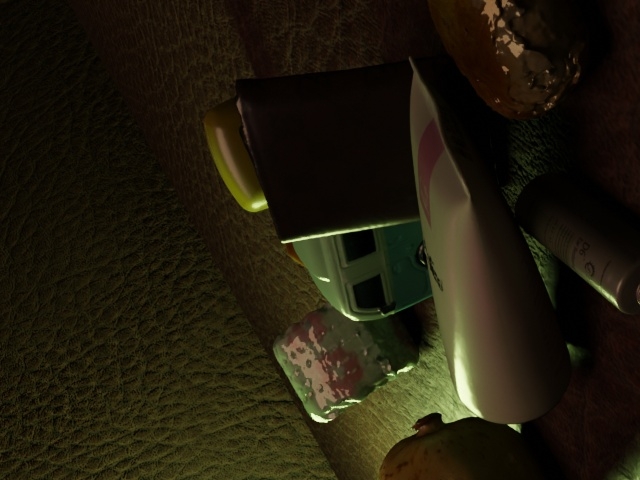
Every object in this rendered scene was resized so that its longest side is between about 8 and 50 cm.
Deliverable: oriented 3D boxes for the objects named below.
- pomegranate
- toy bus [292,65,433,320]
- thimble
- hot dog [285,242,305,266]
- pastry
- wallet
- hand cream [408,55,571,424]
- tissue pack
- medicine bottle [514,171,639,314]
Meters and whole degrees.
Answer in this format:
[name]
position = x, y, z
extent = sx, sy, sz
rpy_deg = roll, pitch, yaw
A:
[pomegranate]
position = 0.165, 0.308, 1.293
extent = 0.215, 0.215, 0.215
rpy_deg = 57, 166, 23
[toy bus]
position = 0.046, -0.033, 1.187
extent = 0.133, 0.164, 0.271
rpy_deg = 51, 162, 43
[thimble]
position = 0.043, 0.158, 1.542
extent = 0.149, 0.185, 0.211
rpy_deg = 59, 152, 9
[hot dog]
position = 0.000, 0.000, 1.646
extent = 0.269, 0.072, 0.109
rpy_deg = 32, 145, 63
[pastry]
position = 0.135, -0.160, 0.780
extent = 0.153, 0.081, 0.153
rpy_deg = 53, 164, 23
[wallet]
position = 0.048, -0.086, 1.002
extent = 0.049, 0.229, 0.182
rpy_deg = -81, -20, -52
[hand cream]
position = 0.141, 0.023, 0.952
extent = 0.186, 0.118, 0.359
rpy_deg = -100, -11, -49
[tissue pack]
position = -0.102, -0.137, 1.649
extent = 0.178, 0.123, 0.127
rpy_deg = 66, 171, -11
[medicine bottle]
position = 0.228, 0.015, 0.817
extent = 0.199, 0.057, 0.058
rpy_deg = 49, 161, 47
